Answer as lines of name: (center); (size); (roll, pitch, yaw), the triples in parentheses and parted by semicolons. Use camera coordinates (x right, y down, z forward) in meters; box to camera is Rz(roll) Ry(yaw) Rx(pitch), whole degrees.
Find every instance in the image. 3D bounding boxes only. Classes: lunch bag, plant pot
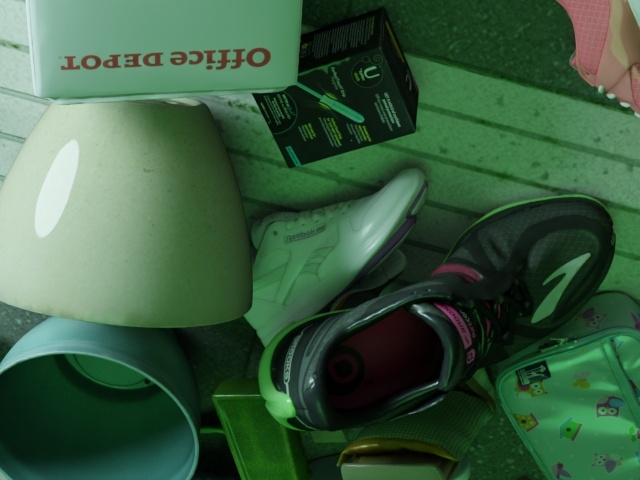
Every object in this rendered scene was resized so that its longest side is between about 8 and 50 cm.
lunch bag: (0.369, 0.208, 1.840); (0.224, 0.108, 0.279); (-20, 121, 21)
plant pot: (-0.292, 0.198, 1.865); (0.293, 0.196, 0.293); (3, 127, 4)

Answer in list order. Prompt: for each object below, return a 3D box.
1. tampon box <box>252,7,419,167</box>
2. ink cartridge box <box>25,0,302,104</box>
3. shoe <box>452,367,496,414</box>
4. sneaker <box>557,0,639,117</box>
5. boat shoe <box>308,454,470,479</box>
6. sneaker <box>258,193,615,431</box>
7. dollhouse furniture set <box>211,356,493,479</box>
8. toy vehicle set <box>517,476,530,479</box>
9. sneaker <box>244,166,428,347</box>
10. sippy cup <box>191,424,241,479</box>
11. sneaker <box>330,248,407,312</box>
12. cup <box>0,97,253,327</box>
tampon box: (0.019, -0.176, 1.608); (0.161, 0.101, 0.120); (-15, 123, 17)
ink cartridge box: (-0.166, -0.354, 1.423); (0.286, 0.166, 0.394); (-4, 127, -11)
shoe: (0.168, 0.153, 1.866); (0.077, 0.058, 0.219); (-16, 121, 42)
sneaker: (0.358, -0.200, 1.560); (0.136, 0.116, 0.313); (-16, 116, 30)
boat shoe: (0.100, 0.350, 2.000); (0.258, 0.095, 0.084); (-7, 130, 25)
sneaker: (0.165, 0.105, 1.652); (0.483, 0.202, 0.185); (-30, 104, -11)
dollhouse furniture set: (0.047, 0.212, 1.809); (0.302, 0.197, 0.151); (-4, 113, 25)
toy vehicle set: (0.337, 0.474, 2.084); (0.267, 0.035, 0.166); (38, 122, -19)
sneaker: (0.000, 0.000, 1.732); (0.305, 0.114, 0.152); (-43, 85, 17)
sippy cup: (-0.130, 0.434, 1.976); (0.224, 0.240, 0.305); (-9, 119, 22)
sneaker: (0.055, 0.059, 1.816); (0.158, 0.061, 0.065); (-30, 144, 27)
cup: (-0.231, -0.055, 1.630); (0.331, 0.331, 0.236); (8, 102, 2)
